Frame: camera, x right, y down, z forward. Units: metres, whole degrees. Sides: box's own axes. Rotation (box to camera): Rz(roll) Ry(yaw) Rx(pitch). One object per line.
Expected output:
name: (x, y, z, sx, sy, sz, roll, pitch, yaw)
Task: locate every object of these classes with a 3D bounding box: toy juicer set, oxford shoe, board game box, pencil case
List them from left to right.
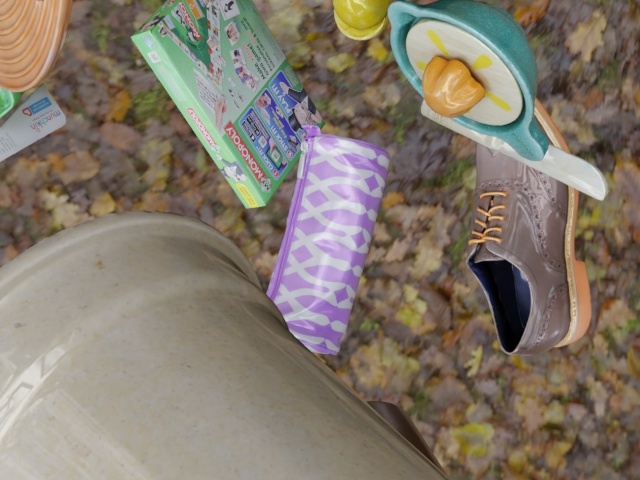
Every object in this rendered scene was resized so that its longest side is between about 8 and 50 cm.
board game box: (-0.128, -0.237, 1.707, 0.046, 0.213, 0.317, -7, 126, 40)
pencil case: (0.000, 0.000, 1.018, 0.086, 0.088, 0.206, 1, 75, 54)
toy juicer set: (0.092, -0.145, 0.929, 0.209, 0.089, 0.329, 20, 154, 44)
oxford shoe: (0.251, -0.030, 1.463, 0.130, 0.132, 0.364, -13, 91, 52)

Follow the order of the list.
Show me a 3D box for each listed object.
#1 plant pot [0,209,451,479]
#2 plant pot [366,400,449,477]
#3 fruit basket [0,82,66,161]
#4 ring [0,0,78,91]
plant pot: (-0.054, 0.193, 0.698, 0.305, 0.333, 0.334, 30, 116, 35)
plant pot: (0.064, 0.265, 1.162, 0.167, 0.165, 0.167, -10, 126, -13)
fruit basket: (-0.506, -0.197, 1.310, 0.165, 0.353, 0.327, -23, 104, 50)
ring: (-0.210, -0.261, 0.701, 0.336, 0.032, 0.337, 35, 133, 49)
